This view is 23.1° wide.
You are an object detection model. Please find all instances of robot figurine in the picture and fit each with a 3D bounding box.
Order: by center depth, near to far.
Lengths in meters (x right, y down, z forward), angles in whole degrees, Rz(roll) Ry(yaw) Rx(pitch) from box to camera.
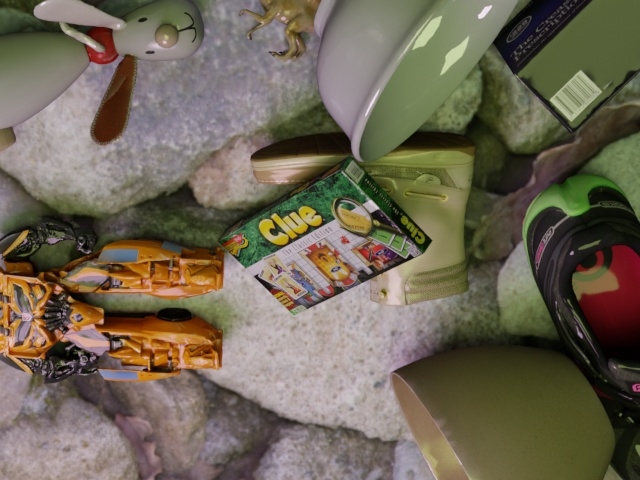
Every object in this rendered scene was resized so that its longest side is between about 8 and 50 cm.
[{"bbox_3d":[-0.260,0.078,1.862,0.290,0.085,0.211,1,108,-2],"label":"robot figurine"}]

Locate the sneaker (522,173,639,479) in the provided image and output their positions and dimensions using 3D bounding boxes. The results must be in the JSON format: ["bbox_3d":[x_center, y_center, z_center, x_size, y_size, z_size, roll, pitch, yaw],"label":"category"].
[{"bbox_3d":[0.378,0.156,1.850,0.185,0.202,0.483,-30,107,8],"label":"sneaker"}]

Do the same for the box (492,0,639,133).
[{"bbox_3d":[0.323,-0.261,1.716,0.103,0.184,0.261,43,102,-12],"label":"box"}]

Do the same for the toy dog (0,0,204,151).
[{"bbox_3d":[-0.305,-0.193,1.727,0.333,0.161,0.220,-37,106,10],"label":"toy dog"}]

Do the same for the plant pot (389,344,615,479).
[{"bbox_3d":[0.234,0.235,1.849,0.191,0.284,0.284,-28,108,-7],"label":"plant pot"}]

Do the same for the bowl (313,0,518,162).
[{"bbox_3d":[0.087,-0.237,1.677,0.134,0.298,0.298,39,105,12],"label":"bowl"}]

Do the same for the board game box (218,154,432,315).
[{"bbox_3d":[0.000,0.000,1.790,0.136,0.030,0.259,46,142,-12],"label":"board game box"}]

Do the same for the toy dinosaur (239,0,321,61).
[{"bbox_3d":[-0.024,-0.249,1.776,0.183,0.053,0.093,26,105,-10],"label":"toy dinosaur"}]

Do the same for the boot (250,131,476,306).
[{"bbox_3d":[0.050,-0.022,1.838,0.261,0.095,0.204,-2,110,-5],"label":"boot"}]
